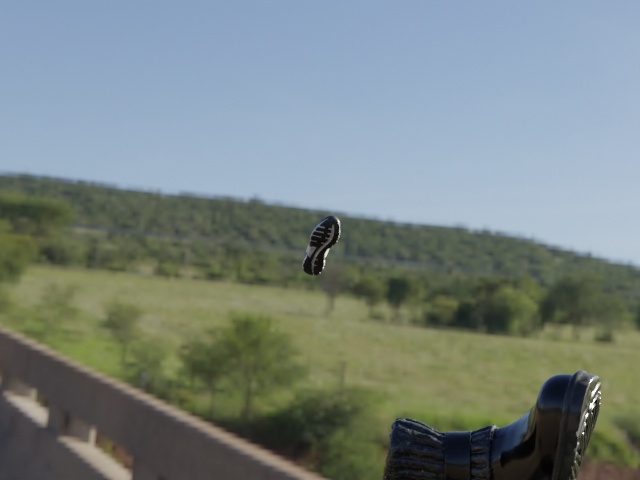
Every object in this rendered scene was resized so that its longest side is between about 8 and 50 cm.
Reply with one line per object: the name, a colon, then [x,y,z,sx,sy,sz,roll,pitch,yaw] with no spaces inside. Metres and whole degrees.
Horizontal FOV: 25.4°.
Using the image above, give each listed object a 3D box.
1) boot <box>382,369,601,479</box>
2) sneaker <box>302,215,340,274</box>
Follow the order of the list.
boot: [0.219,0.276,1.912,0.260,0.348,0.131,19,43,12]
sneaker: [0.000,0.000,2.119,0.040,0.109,0.044,20,38,-9]
